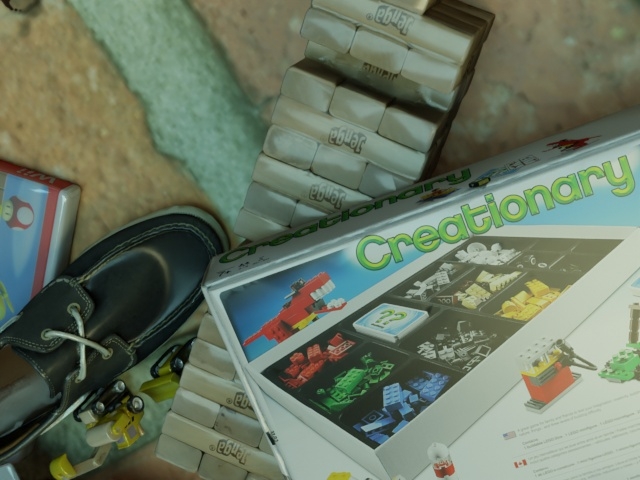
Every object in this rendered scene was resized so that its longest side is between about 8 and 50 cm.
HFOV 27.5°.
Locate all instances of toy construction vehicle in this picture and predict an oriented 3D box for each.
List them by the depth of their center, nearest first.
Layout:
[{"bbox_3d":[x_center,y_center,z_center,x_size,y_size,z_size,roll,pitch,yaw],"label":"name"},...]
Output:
[{"bbox_3d":[-0.120,0.110,0.832,0.086,0.098,0.035,-24,106,36],"label":"toy construction vehicle"}]

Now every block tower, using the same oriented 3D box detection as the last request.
[{"bbox_3d":[0.000,0.000,0.760,0.091,0.097,0.335,23,112,9],"label":"block tower"}]

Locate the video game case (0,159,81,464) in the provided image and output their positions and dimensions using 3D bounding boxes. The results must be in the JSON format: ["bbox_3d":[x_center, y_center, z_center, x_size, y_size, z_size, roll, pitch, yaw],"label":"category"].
[{"bbox_3d":[-0.312,0.016,0.891,0.285,0.025,0.204,18,110,10],"label":"video game case"}]

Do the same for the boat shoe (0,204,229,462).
[{"bbox_3d":[-0.153,0.066,0.817,0.233,0.079,0.084,-35,107,8],"label":"boat shoe"}]

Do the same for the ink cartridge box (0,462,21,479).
[{"bbox_3d":[-0.261,0.302,0.937,0.296,0.066,0.261,-22,98,20],"label":"ink cartridge box"}]

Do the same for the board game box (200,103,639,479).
[{"bbox_3d":[0.115,0.050,0.688,0.305,0.053,0.193,-19,107,9],"label":"board game box"}]

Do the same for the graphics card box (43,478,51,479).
[{"bbox_3d":[-0.128,0.364,0.813,0.233,0.094,0.370,19,111,22],"label":"graphics card box"}]
